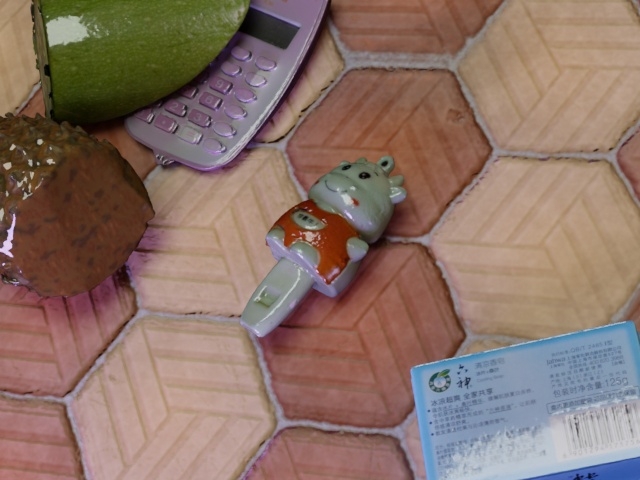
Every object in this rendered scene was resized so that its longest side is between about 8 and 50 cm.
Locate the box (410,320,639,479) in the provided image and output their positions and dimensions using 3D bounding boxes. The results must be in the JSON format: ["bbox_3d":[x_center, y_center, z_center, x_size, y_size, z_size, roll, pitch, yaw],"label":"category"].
[{"bbox_3d":[0.215,0.179,1.444,0.232,0.083,0.143,-14,60,11],"label":"box"}]

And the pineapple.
[{"bbox_3d":[-0.372,-0.072,1.715,0.362,0.202,0.202,27,73,42],"label":"pineapple"}]

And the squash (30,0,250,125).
[{"bbox_3d":[-0.221,-0.242,1.808,0.260,0.189,0.189,-9,57,-15],"label":"squash"}]

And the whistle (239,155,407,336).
[{"bbox_3d":[0.000,0.000,1.600,0.253,0.106,0.101,-51,20,-12],"label":"whistle"}]

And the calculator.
[{"bbox_3d":[-0.115,-0.210,1.785,0.194,0.043,0.294,26,76,26],"label":"calculator"}]
